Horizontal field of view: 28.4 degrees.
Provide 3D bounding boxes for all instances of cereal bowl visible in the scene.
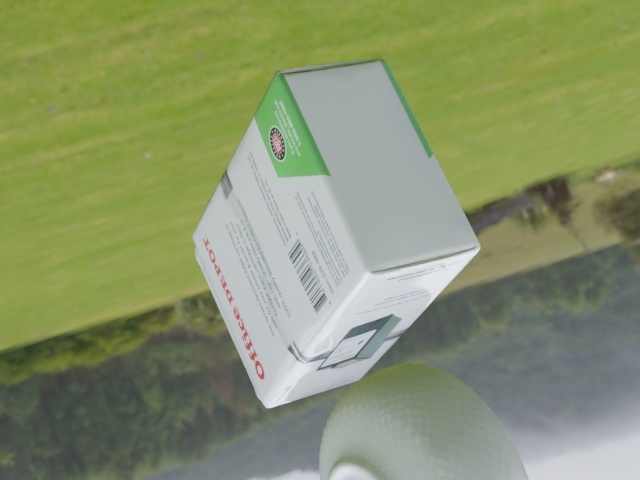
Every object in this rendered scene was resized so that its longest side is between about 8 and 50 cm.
[{"bbox_3d":[0.109,0.334,1.626,0.141,0.339,0.339,-17,174,-36],"label":"cereal bowl"}]

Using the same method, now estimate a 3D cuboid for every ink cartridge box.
[{"bbox_3d":[0.000,0.000,1.193,0.121,0.211,0.289,-13,157,-29],"label":"ink cartridge box"}]
